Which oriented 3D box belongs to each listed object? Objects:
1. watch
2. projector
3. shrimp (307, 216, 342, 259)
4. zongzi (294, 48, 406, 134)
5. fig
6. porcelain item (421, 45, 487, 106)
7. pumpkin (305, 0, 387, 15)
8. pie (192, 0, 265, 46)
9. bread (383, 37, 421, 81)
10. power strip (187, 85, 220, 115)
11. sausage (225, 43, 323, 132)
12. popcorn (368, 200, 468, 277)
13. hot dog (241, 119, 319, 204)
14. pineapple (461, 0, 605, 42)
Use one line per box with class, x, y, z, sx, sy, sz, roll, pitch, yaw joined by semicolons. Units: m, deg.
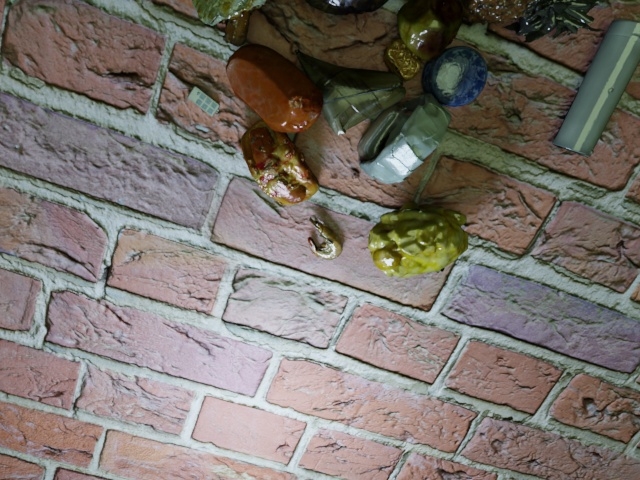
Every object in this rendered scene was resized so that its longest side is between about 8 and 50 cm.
watch;0.219;-0.255;1.121;0.162;0.241;0.253;33;107;-15
projector;0.749;-0.398;1.154;0.108;0.108;0.337;16;110;-8
shrimp;0.001;-0.004;1.325;0.095;0.045;0.162;-27;116;30
zongzi;0.081;-0.427;1.120;0.221;0.112;0.242;-26;109;10
fig;0.261;-0.532;1.066;0.144;0.166;0.154;-23;135;-27
porcelain item;0.347;-0.425;1.127;0.147;0.114;0.147;-1;111;-3
pumpkin;0.062;-0.679;0.979;0.321;0.192;0.320;0;109;0
pie;-0.208;-0.627;0.993;0.274;0.105;0.257;-40;83;36
bread;0.218;-0.477;1.141;0.083;0.044;0.110;-36;105;10
power strip;-0.317;-0.379;1.176;0.090;0.016;0.040;36;106;-14
sausage;-0.117;-0.382;1.086;0.268;0.141;0.153;41;125;6
popcorn;0.274;-0.003;1.222;0.287;0.252;0.215;-5;98;-5
hot dog;-0.108;-0.204;1.176;0.150;0.153;0.256;-32;109;10
pineapple;0.524;-0.575;1.057;0.365;0.165;0.165;12;110;-8
